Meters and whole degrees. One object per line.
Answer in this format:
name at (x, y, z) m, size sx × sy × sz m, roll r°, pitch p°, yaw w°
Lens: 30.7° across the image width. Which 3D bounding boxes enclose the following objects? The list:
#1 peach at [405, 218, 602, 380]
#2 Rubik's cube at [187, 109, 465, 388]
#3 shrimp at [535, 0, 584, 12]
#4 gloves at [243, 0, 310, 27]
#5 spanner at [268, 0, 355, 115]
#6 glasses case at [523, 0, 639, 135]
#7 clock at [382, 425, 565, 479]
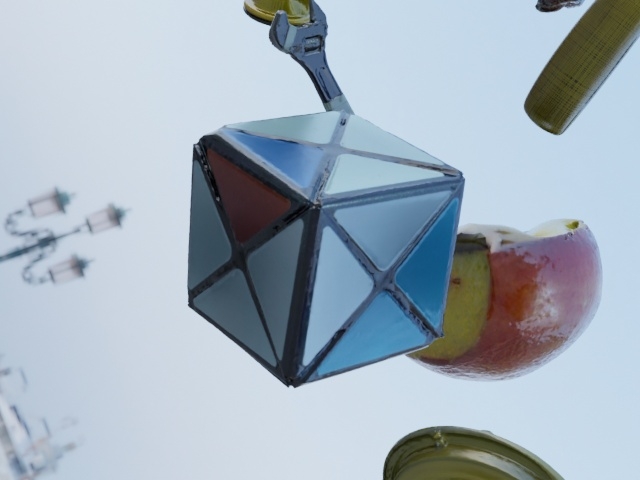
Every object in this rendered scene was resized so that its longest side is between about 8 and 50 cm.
peach at (0.283, 0.092, 1.787) m, size 0.306 × 0.380 × 0.242 m, roll -10°, pitch -96°, yaw 31°
Rubik's cube at (0.000, 0.000, 1.435) m, size 0.250 × 0.246 × 0.248 m, roll 34°, pitch -54°, yaw 43°
shrimp at (0.359, -0.532, 1.874) m, size 0.410 × 0.221 × 0.166 m, roll -96°, pitch -178°, yaw -48°
gloves at (-0.038, -0.477, 1.750) m, size 0.116 × 0.133 × 0.294 m, roll -76°, pitch 179°, yaw -59°
spanner at (0.025, -0.203, 1.671) m, size 0.024 × 0.087 × 0.316 m, roll 24°, pitch -30°, yaw 56°
glasses case at (0.356, -0.247, 1.545) m, size 0.079 × 0.064 × 0.234 m, roll 45°, pitch -66°, yaw 23°
clock at (0.165, 0.296, 1.224) m, size 0.237 × 0.057 × 0.237 m, roll 16°, pitch -48°, yaw 19°
